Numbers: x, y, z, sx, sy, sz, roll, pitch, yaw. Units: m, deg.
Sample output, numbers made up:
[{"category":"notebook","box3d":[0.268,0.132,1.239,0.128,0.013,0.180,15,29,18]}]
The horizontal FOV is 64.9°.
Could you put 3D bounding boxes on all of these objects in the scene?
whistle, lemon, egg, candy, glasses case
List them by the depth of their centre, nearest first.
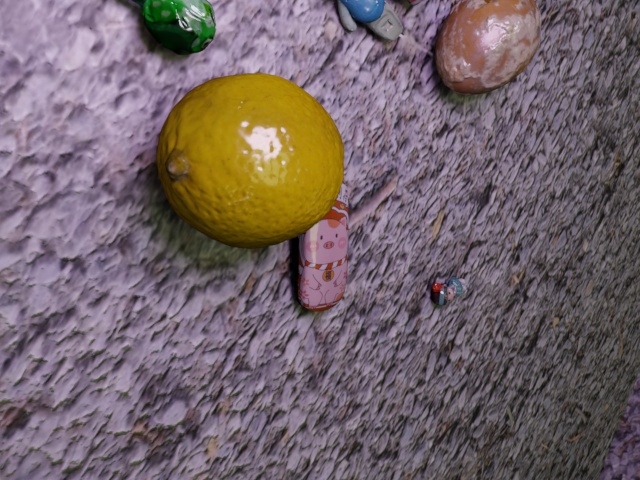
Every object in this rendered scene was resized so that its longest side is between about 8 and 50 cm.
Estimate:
[{"category":"candy","box3d":[-0.284,-0.345,0.640,0.324,0.097,0.097,23,87,-30]},{"category":"lemon","box3d":[-0.095,-0.111,0.718,0.267,0.267,0.267,-9,106,-35]},{"category":"whistle","box3d":[0.064,-0.425,0.867,0.236,0.077,0.114,29,115,-39]},{"category":"glasses case","box3d":[0.000,0.000,0.923,0.103,0.067,0.266,-10,107,-36]},{"category":"egg","box3d":[0.329,-0.394,1.001,0.233,0.195,0.195,-39,121,-8]}]

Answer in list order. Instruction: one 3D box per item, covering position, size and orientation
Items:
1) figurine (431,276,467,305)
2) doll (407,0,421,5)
[{"category":"figurine","box3d":[0.303,0.115,1.187,0.106,0.047,0.060,-19,120,-34]},{"category":"doll","box3d":[0.189,-0.526,0.940,0.245,0.076,0.142,-44,122,-25]}]
